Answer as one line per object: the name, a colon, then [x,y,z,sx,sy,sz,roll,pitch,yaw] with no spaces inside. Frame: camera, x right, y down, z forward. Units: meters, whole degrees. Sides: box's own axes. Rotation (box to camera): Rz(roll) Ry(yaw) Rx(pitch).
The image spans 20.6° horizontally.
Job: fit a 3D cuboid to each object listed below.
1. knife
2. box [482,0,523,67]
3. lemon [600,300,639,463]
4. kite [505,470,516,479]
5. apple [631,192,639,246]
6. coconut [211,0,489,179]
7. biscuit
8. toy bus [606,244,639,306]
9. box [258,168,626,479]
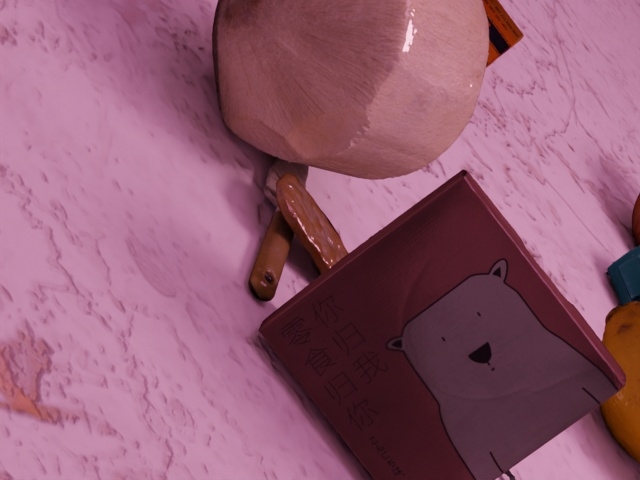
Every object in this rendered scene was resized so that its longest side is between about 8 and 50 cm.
knife: [-0.036,-0.033,1.569,0.047,0.017,0.298,41,27,-13]
box: [0.165,-0.279,2.203,0.152,0.070,0.237,53,25,-2]
lemon: [0.407,0.164,1.886,0.260,0.204,0.204,43,22,10]
kite: [0.125,0.181,1.570,0.360,0.022,0.204,58,20,5]
apple: [0.527,-0.020,2.373,0.211,0.188,0.211,45,25,-27]
coconut: [0.013,-0.180,1.582,0.266,0.237,0.237,18,42,-55]
biscuit: [0.000,0.000,1.558,0.147,0.018,0.071,56,21,-31]
toy bus: [0.419,0.081,2.173,0.091,0.079,0.160,27,37,-45]
box: [0.097,0.088,1.420,0.215,0.215,0.086,52,11,-2]
